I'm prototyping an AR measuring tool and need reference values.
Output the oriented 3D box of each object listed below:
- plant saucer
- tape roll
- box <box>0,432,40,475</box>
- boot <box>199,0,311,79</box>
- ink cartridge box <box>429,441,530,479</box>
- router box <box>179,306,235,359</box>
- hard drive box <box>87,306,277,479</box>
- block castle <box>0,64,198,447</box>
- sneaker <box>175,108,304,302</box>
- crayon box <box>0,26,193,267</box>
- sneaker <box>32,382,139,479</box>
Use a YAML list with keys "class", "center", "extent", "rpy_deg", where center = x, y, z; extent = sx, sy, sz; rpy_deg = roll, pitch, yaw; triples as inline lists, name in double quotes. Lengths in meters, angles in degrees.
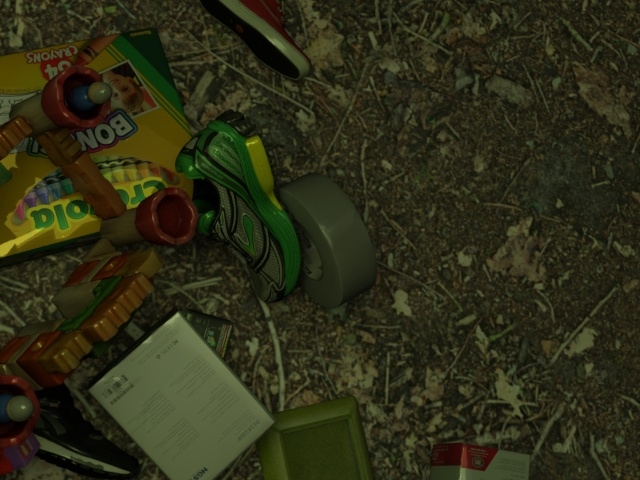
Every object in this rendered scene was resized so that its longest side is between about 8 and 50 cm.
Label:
- class: "plant saucer"
  center: [-0.001, 0.363, 1.473]
  extent: [0.188, 0.045, 0.188]
  rpy_deg: [-9, 79, -20]
- class: "tape roll"
  center: [0.000, 0.000, 1.471]
  extent: [0.072, 0.219, 0.219]
  rpy_deg: [-28, 86, -22]
- class: "box"
  center: [-0.549, 0.214, 1.225]
  extent: [0.201, 0.057, 0.293]
  rpy_deg: [-22, 108, 13]
- class: "boot"
  center: [-0.076, -0.420, 1.629]
  extent: [0.244, 0.088, 0.176]
  rpy_deg: [43, 67, 0]
- class: "ink cartridge box"
  center: [0.258, 0.436, 1.491]
  extent: [0.128, 0.127, 0.176]
  rpy_deg: [14, 72, -15]
- class: "router box"
  center: [-0.201, 0.179, 1.459]
  extent: [0.092, 0.038, 0.122]
  rpy_deg: [18, 72, -12]
- class: "hard drive box"
  center: [-0.212, 0.248, 1.377]
  extent: [0.181, 0.089, 0.232]
  rpy_deg: [-41, 98, -10]
- class: "block castle"
  center: [-0.373, 0.015, 1.152]
  extent: [0.303, 0.213, 0.453]
  rpy_deg: [56, 47, -25]
- class: "sneaker"
  center: [-0.136, -0.033, 1.426]
  extent: [0.146, 0.134, 0.343]
  rpy_deg: [-35, 126, -20]
- class: "crayon box"
  center: [-0.396, -0.152, 1.445]
  extent: [0.363, 0.106, 0.313]
  rpy_deg: [-17, 82, -21]
- class: "sneaker"
  center: [-0.394, 0.266, 1.344]
  extent: [0.283, 0.107, 0.124]
  rpy_deg: [24, 65, -10]
